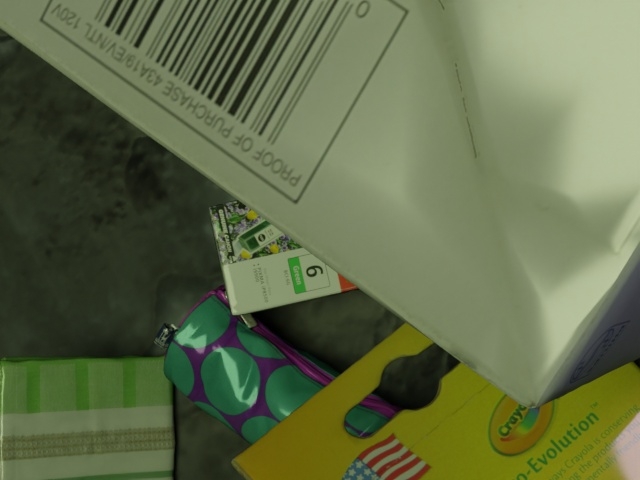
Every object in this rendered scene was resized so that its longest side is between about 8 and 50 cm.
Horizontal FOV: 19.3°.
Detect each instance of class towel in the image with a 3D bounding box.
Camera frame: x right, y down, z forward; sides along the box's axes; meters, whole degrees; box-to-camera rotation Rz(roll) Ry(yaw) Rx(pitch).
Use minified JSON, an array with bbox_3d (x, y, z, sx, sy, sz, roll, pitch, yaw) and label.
[{"bbox_3d":[-0.140,0.143,1.106,0.023,0.113,0.152,4,93,61],"label":"towel"}]

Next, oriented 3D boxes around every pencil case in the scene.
[{"bbox_3d":[-0.018,0.087,1.061,0.151,0.064,0.070,33,121,19],"label":"pencil case"}]

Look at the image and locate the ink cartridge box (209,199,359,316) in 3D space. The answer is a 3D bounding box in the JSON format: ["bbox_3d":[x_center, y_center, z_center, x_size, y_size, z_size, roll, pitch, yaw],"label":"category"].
[{"bbox_3d":[0.000,0.000,1.044,0.115,0.029,0.063,-12,87,-3],"label":"ink cartridge box"}]

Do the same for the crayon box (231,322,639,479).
[{"bbox_3d":[0.129,0.178,0.936,0.202,0.081,0.318,-36,74,-22],"label":"crayon box"}]

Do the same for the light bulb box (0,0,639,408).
[{"bbox_3d":[0.068,-0.135,0.855,0.358,0.361,0.225,36,107,18],"label":"light bulb box"}]
